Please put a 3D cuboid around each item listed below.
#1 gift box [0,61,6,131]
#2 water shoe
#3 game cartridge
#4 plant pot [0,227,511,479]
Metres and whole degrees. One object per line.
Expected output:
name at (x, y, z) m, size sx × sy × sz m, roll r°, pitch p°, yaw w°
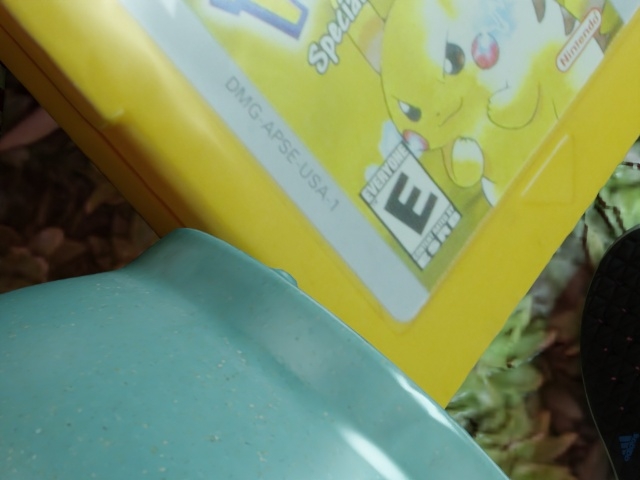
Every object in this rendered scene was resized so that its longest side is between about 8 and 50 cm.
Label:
gift box at (-0.262, -0.062, 0.560) m, size 0.255 × 0.258 × 0.276 m, roll -1°, pitch 85°, yaw 1°
water shoe at (0.181, 0.091, 0.649) m, size 0.080 × 0.073 × 0.203 m, roll 9°, pitch 69°, yaw -40°
game cartridge at (0.013, -0.121, 0.549) m, size 0.285 × 0.053 × 0.323 m, roll -51°, pitch 119°, yaw -23°
plant pot at (-0.047, 0.122, 0.438) m, size 0.293 × 0.293 × 0.196 m, roll 42°, pitch 77°, yaw 3°
